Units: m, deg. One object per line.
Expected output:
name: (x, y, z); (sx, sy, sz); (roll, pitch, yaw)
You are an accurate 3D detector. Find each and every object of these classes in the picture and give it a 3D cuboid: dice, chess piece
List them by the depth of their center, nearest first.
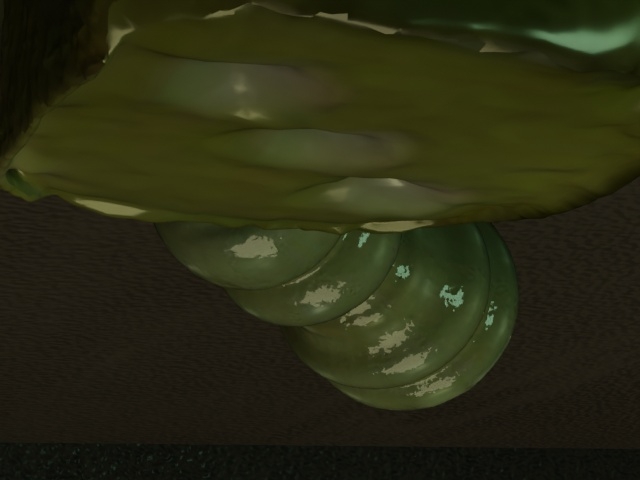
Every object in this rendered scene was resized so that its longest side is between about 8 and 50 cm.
dice: (0.002, -0.131, 0.655); (0.238, 0.227, 0.233); (4, 163, -24)
chess piece: (0.000, 0.000, 1.272); (0.182, 0.182, 0.330); (-11, 156, 25)
